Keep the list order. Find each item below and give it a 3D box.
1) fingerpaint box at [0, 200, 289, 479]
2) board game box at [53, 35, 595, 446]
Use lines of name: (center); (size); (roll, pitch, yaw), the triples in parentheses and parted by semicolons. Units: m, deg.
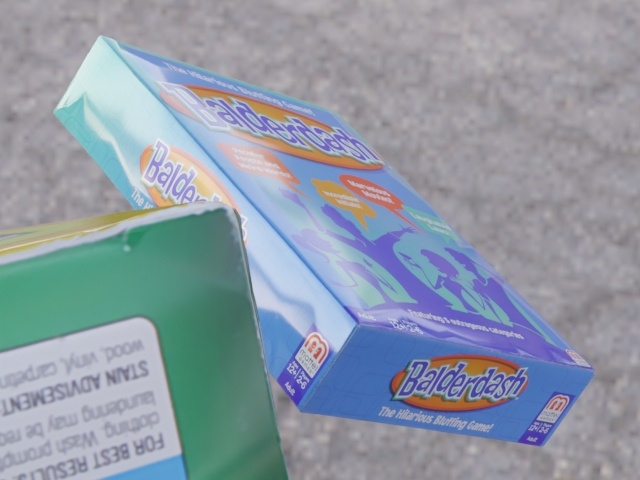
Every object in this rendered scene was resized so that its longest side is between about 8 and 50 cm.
fingerpaint box: (-0.281, 0.121, 0.490); (0.444, 0.163, 0.371); (-14, 5, -33)
board game box: (0.000, 0.000, 0.832); (0.160, 0.047, 0.210); (13, 26, -47)
